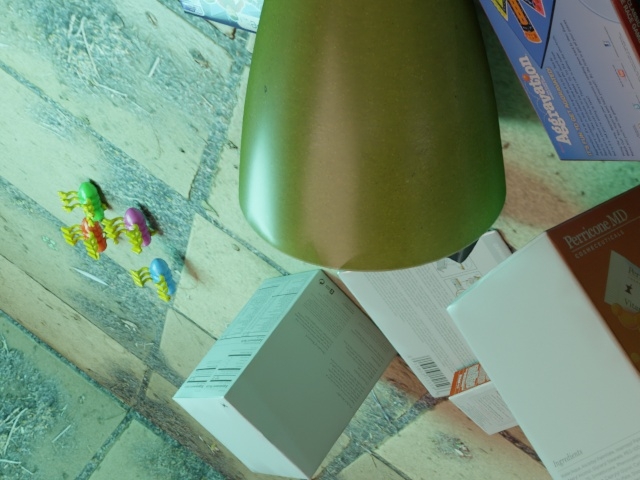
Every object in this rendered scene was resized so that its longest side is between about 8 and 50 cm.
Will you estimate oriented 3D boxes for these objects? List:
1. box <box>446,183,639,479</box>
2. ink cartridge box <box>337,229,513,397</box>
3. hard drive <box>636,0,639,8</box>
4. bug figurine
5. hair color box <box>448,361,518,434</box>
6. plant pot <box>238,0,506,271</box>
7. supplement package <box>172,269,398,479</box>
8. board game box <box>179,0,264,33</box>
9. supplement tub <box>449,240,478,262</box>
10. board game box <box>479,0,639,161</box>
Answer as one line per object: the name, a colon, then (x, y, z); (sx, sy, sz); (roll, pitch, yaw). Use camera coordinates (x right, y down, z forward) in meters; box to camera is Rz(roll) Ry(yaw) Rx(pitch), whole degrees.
box: (0.320, 0.139, 1.069); (0.345, 0.215, 0.168); (58, 141, 11)
ink cartridge box: (0.193, 0.089, 1.515); (0.238, 0.060, 0.275); (-18, 126, 31)
hard drive: (0.290, -0.190, 0.905); (0.172, 0.054, 0.255); (36, 156, 3)
bug figurine: (-0.369, -0.003, 2.073); (0.279, 0.072, 0.216); (29, 148, 29)
hair color box: (0.268, 0.196, 1.516); (0.167, 0.053, 0.093); (-28, 119, 39)
plant pot: (0.044, -0.169, 1.066); (0.274, 0.275, 0.294); (22, 135, 29)
supplement package: (-0.056, 0.215, 1.810); (0.199, 0.263, 0.198); (46, 154, -17)
board game box: (-0.090, -0.292, 1.251); (0.201, 0.035, 0.136); (22, 151, 30)
supplement tub: (0.098, -0.048, 1.342); (0.197, 0.106, 0.106); (28, 154, 18)
board game box: (0.202, -0.184, 0.939); (0.145, 0.027, 0.281); (7, 135, 54)
